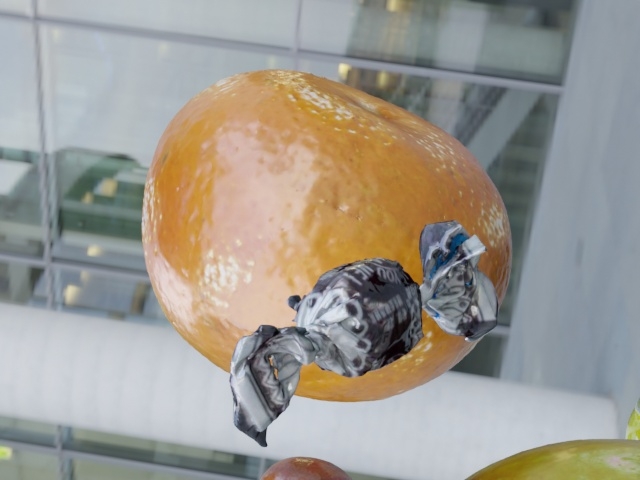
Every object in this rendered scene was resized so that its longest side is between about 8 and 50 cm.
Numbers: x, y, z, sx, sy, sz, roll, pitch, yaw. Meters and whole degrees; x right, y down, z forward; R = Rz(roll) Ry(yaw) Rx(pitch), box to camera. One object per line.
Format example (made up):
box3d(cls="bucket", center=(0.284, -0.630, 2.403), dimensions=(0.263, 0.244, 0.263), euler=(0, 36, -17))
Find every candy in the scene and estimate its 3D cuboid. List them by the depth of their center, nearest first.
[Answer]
box3d(cls="candy", center=(0.032, 0.046, 0.609), dimensions=(0.226, 0.051, 0.094), euler=(-15, -70, -49))

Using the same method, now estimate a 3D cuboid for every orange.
box3d(cls="orange", center=(0.000, 0.000, 1.243), dimensions=(0.424, 0.423, 0.326), euler=(-67, 2, -75))

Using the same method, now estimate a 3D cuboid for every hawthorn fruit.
box3d(cls="hawthorn fruit", center=(-0.010, 0.429, 1.730), dimensions=(0.225, 0.196, 0.197), euler=(16, -98, -64))

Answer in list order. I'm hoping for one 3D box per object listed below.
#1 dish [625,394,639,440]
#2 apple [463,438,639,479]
box3d(cls="dish", center=(0.519, 0.221, 1.528), dimensions=(0.262, 0.108, 0.221), euler=(-50, 26, -24))
box3d(cls="apple", center=(0.238, 0.348, 0.905), dimensions=(0.374, 0.374, 0.384), euler=(-70, -33, -72))
